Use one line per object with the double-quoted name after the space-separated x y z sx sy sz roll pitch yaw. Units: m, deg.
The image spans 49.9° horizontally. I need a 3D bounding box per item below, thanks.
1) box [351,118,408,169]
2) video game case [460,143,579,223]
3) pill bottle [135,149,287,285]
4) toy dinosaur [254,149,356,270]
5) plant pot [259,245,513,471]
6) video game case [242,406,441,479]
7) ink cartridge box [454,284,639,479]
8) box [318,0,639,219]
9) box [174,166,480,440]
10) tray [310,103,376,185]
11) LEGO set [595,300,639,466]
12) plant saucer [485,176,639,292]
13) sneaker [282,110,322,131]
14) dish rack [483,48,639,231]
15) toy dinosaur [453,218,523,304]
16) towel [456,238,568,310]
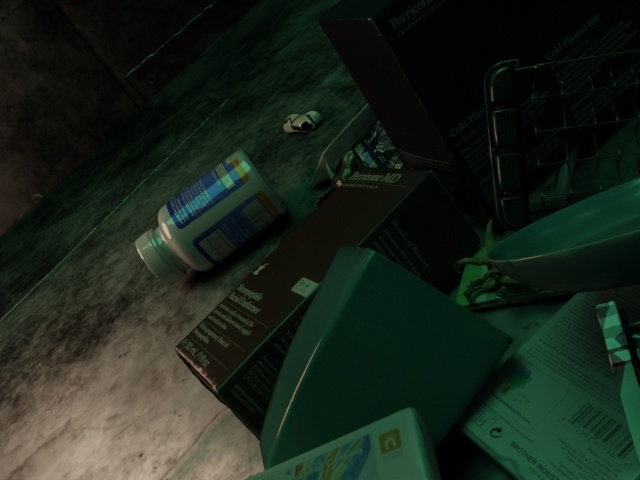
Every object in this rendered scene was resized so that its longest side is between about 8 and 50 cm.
0.145 -0.167 1.163 0.175 0.051 0.220 -50 25 14 "box"
0.281 -0.106 1.001 0.183 0.023 0.201 -11 39 39 "video game case"
-0.213 -0.038 1.319 0.272 0.152 0.152 -36 28 2 "pill bottle"
0.000 0.000 1.098 0.313 0.121 0.160 -51 19 -14 "toy dinosaur"
0.042 0.147 0.709 0.234 0.166 0.165 -58 7 -4 "plant pot"
-0.039 0.315 0.524 0.329 0.036 0.300 -29 36 16 "video game case"
0.289 0.114 0.627 0.311 0.065 0.186 -44 28 -6 "ink cartridge box"
0.235 -0.266 0.928 0.343 0.312 0.179 -39 27 -7 "box"
0.008 0.075 0.909 0.381 0.143 0.191 -44 23 -16 "box"
0.082 -0.217 1.327 0.270 0.030 0.145 -49 -4 -21 "tray"
0.324 0.103 0.407 0.331 0.255 0.192 -28 46 32 "LEGO set"
0.283 -0.027 0.518 0.318 0.043 0.317 -22 0 0 "plant saucer"
-0.049 -0.270 1.592 0.109 0.040 0.043 -10 41 41 "sneaker"
0.325 -0.116 0.772 0.271 0.208 0.074 -5 9 19 "dish rack"
0.211 0.034 0.821 0.093 0.053 0.183 -20 20 -2 "toy dinosaur"
0.243 0.036 0.841 0.152 0.023 0.113 -17 32 37 "towel"
